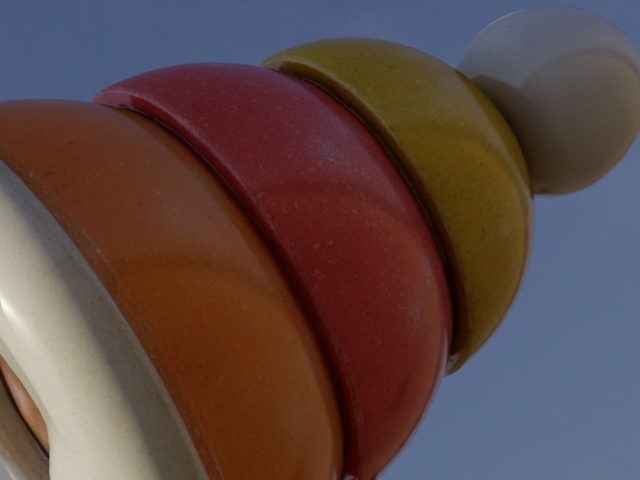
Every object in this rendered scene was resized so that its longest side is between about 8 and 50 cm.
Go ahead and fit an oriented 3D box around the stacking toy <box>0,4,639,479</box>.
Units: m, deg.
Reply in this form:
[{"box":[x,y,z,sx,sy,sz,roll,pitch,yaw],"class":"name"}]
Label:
[{"box":[0.000,0.000,1.033,0.480,0.350,0.351,-30,-33,-27],"class":"stacking toy"}]
